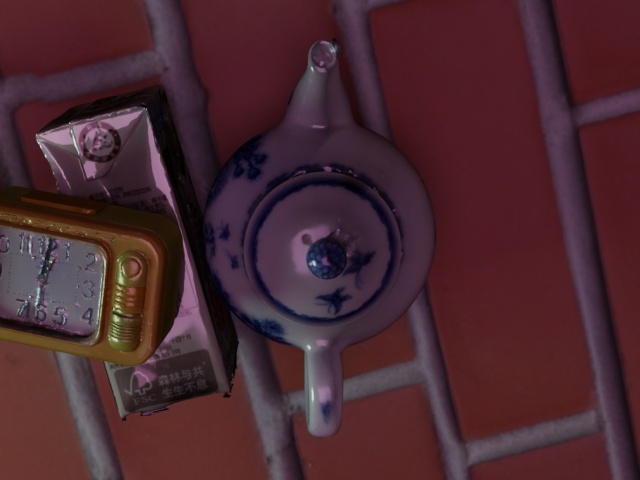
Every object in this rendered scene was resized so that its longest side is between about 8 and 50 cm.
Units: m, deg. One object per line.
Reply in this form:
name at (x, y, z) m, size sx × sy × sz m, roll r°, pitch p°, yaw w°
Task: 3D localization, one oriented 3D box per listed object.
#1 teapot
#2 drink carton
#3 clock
teapot at (0.000, 0.000, 1.305) m, size 0.252 × 0.280 × 0.424 m, roll 0°, pitch 100°, yaw -3°
drink carton at (-0.194, 0.008, 1.350) m, size 0.132 × 0.194 × 0.325 m, roll -14°, pitch 103°, yaw 1°
clock at (-0.245, 0.033, 1.209) m, size 0.202 × 0.096 × 0.143 m, roll 11°, pitch 110°, yaw 7°
